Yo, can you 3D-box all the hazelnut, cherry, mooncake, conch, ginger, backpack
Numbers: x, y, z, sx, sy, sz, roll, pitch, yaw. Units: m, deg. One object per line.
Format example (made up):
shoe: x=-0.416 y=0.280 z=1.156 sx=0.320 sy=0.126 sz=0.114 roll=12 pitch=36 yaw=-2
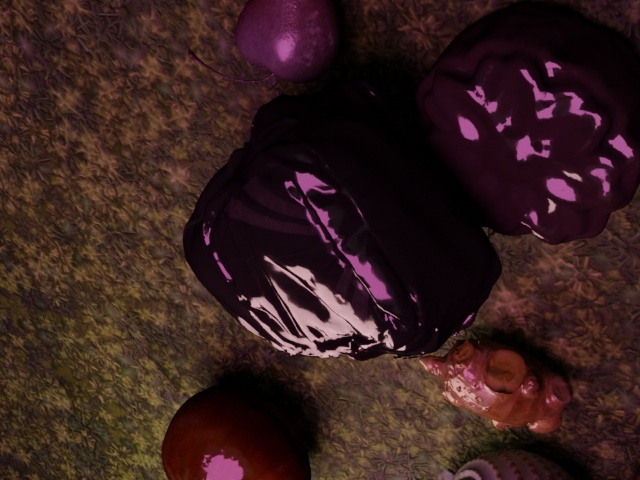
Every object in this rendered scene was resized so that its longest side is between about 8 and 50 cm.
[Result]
hazelnut: x=-0.128 y=0.353 z=1.908 sx=0.217 sy=0.217 sz=0.251 roll=-26 pitch=117 yaw=40
cherry: x=-0.064 y=-0.270 z=1.456 sx=0.188 sy=0.115 sz=0.148 roll=27 pitch=152 yaw=15
mooncake: x=0.240 y=-0.123 z=1.383 sx=0.283 sy=0.141 sz=0.283 roll=17 pitch=131 yaw=21
conch: x=0.290 y=0.463 z=1.764 sx=0.319 sy=0.215 sz=0.303 roll=44 pitch=143 yaw=-7
ginger: x=0.240 y=0.195 z=1.654 sx=0.216 sy=0.102 sz=0.157 roll=20 pitch=159 yaw=8
backpack: x=0.000 y=0.000 z=1.498 sx=0.363 sy=0.255 sz=0.445 roll=54 pitch=146 yaw=-10

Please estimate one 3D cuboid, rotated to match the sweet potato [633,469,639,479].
sweet potato: x=0.472 y=0.401 z=1.704 sx=0.074 sy=0.075 sz=0.270 roll=6 pitch=131 yaw=25
